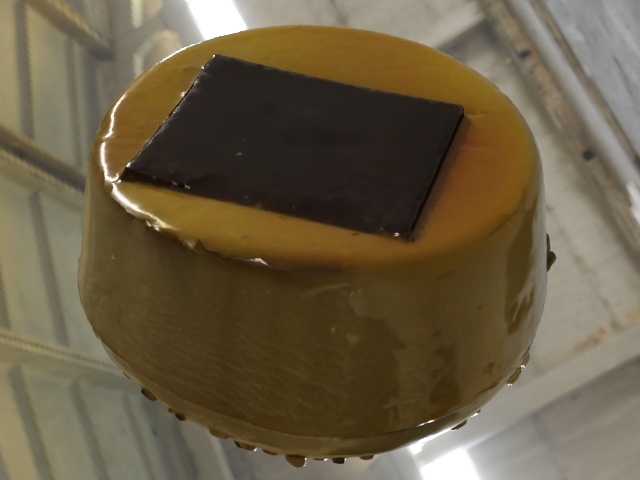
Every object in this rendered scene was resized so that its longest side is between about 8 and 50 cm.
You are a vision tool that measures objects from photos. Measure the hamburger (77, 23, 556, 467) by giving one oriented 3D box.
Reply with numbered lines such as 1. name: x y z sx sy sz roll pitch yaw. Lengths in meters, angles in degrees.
1. hamburger: 0.000 0.000 0.685 0.300 0.300 0.176 -109 18 -49
